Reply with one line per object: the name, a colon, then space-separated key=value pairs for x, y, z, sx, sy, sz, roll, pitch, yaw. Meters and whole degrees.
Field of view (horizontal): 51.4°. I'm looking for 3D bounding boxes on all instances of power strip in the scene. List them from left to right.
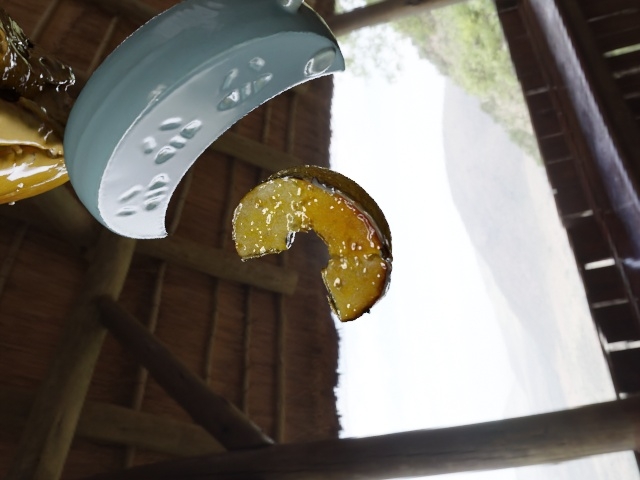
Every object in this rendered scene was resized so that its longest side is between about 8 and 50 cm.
power strip: x=-0.082 y=-0.098 z=0.476 sx=0.054 sy=0.253 sz=0.167 roll=53 pitch=-165 yaw=14

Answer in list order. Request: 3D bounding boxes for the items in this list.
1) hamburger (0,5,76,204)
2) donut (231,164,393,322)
hamburger: x=-0.320 y=-0.108 z=0.460 sx=0.290 sy=0.314 sz=0.170 roll=-20 pitch=-60 yaw=-86
donut: x=0.003 y=-0.009 z=0.698 sx=0.146 sy=0.181 sz=0.078 roll=-59 pitch=-3 yaw=38
